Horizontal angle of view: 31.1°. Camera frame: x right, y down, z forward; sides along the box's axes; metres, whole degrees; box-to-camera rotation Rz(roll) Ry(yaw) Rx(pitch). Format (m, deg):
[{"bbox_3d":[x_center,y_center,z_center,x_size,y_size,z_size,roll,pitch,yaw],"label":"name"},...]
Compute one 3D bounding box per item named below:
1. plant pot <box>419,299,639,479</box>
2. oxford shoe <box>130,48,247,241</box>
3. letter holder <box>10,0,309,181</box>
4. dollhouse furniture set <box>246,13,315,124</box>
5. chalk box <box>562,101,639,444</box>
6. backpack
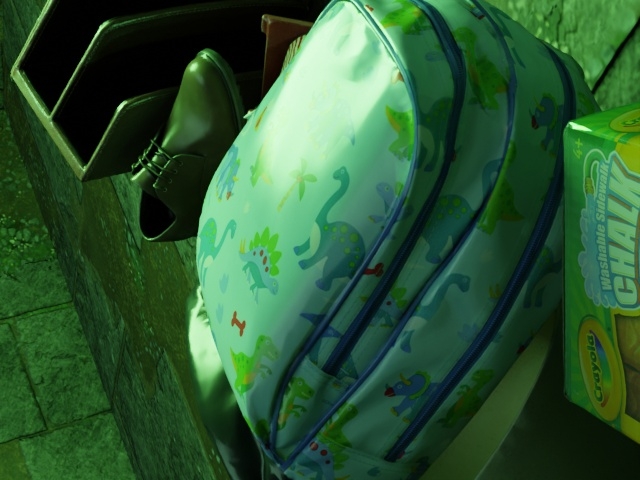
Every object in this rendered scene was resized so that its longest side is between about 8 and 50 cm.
[{"bbox_3d":[0.160,0.201,0.894,0.191,0.284,0.284,38,157,-7],"label":"plant pot"},{"bbox_3d":[-0.130,-0.079,1.109,0.083,0.096,0.227,43,136,29],"label":"oxford shoe"},{"bbox_3d":[-0.132,-0.208,1.218,0.152,0.301,0.214,54,131,16],"label":"letter holder"},{"bbox_3d":[0.000,0.000,1.109,0.201,0.152,0.374,-89,4,-57],"label":"dollhouse furniture set"},{"bbox_3d":[0.247,0.017,0.627,0.289,0.179,0.180,30,130,60],"label":"chalk box"},{"bbox_3d":[0.046,-0.004,0.821,0.355,0.273,0.290,-40,37,19],"label":"backpack"}]
